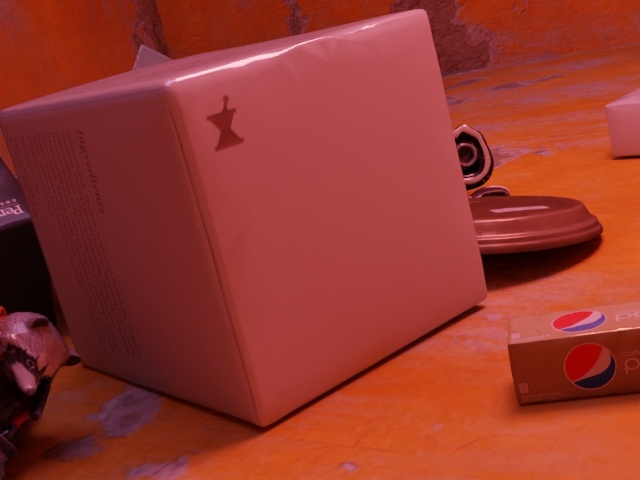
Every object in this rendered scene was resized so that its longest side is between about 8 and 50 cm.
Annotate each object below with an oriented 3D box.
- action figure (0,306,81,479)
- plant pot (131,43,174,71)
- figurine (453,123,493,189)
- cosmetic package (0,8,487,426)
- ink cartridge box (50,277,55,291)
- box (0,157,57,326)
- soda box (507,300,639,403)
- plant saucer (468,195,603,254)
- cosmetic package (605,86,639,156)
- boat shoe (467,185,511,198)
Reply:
[{"bbox_3d":[-0.378,0.162,0.823,0.330,0.178,0.341,-27,15,-13],"label":"action figure"},{"bbox_3d":[-0.364,-0.275,2.232,0.252,0.247,0.248,19,-22,-13],"label":"plant pot"},{"bbox_3d":[0.148,-0.088,1.423,0.215,0.092,0.209,-22,-3,2],"label":"figurine"},{"bbox_3d":[-0.093,-0.042,1.024,0.329,0.327,0.394,-24,17,-35],"label":"cosmetic package"},{"bbox_3d":[-0.338,-0.023,1.418,0.207,0.119,0.353,-36,9,-22],"label":"ink cartridge box"},{"bbox_3d":[-0.589,-0.018,1.283,0.293,0.212,0.395,-21,48,-30],"label":"box"},{"bbox_3d":[0.249,0.088,0.763,0.181,0.058,0.061,-10,15,15],"label":"soda box"},{"bbox_3d":[0.212,-0.024,1.166,0.278,0.041,0.278,-4,8,1],"label":"plant saucer"},{"bbox_3d":[0.690,-0.236,1.525,0.284,0.097,0.377,-1,19,45],"label":"cosmetic package"},{"bbox_3d":[0.213,-0.044,1.323,0.125,0.046,0.038,-14,14,7],"label":"boat shoe"}]
